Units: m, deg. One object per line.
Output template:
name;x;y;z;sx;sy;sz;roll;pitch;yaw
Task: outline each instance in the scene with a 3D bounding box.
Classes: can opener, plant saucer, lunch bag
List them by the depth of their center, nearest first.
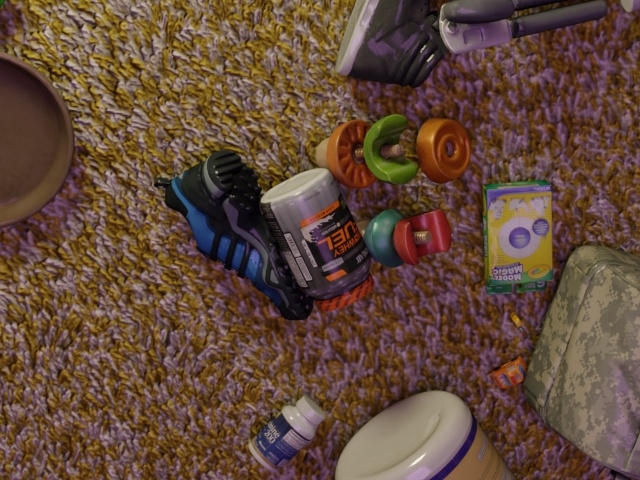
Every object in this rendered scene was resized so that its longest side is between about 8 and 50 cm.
can opener;0.296;-0.327;1.871;0.280;0.093;0.074;-15;98;-24
plant saucer;-0.498;-0.149;1.889;0.278;0.041;0.278;-3;112;-8
lunch bag;0.467;0.189;1.970;0.213;0.256;0.305;16;102;-15

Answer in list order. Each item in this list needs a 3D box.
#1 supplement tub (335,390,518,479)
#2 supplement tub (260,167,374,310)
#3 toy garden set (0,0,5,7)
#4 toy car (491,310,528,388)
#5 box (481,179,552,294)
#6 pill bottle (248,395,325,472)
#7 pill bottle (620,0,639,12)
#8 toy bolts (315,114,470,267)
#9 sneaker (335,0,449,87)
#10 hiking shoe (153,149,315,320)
supplement tub;0.202;0.427;2.023;0.241;0.241;0.331;-34;105;4
supplement tub;0.000;0.000;1.906;0.117;0.117;0.190;-26;105;2
toy garden set;-0.585;-0.362;1.836;0.244;0.049;0.204;36;103;-18
toy car;0.299;0.180;2.069;0.060;0.040;0.122;-12;106;-2
box;0.306;0.000;2.021;0.105;0.043;0.179;-5;107;-4
pill bottle;-0.051;0.304;2.056;0.067;0.067;0.120;43;97;-14
pill bottle;0.518;-0.387;1.913;0.152;0.086;0.086;-17;106;-1
toy bolts;0.109;-0.076;1.962;0.218;0.158;0.228;-15;98;-43
sneaker;0.140;-0.355;1.882;0.147;0.104;0.295;19;108;-12
hiking shoe;-0.115;0.000;1.966;0.132;0.113;0.304;-18;116;31
